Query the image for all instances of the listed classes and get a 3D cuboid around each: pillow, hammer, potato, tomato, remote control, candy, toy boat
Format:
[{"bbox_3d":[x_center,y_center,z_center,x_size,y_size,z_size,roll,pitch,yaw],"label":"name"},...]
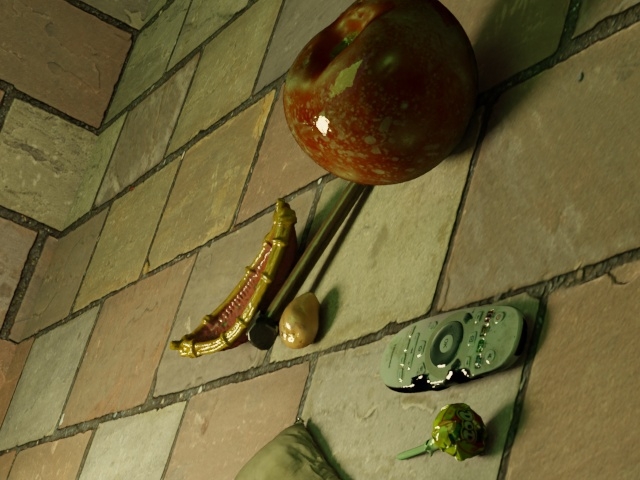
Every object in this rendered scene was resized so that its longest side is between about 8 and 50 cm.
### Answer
[{"bbox_3d":[-0.049,0.323,1.826,0.148,0.050,0.229,-40,24,-2],"label":"pillow"},{"bbox_3d":[0.000,0.000,2.097,0.365,0.043,0.111,-58,2,6],"label":"hammer"},{"bbox_3d":[-0.027,0.115,2.034,0.068,0.062,0.083,-12,32,47],"label":"potato"},{"bbox_3d":[0.091,-0.195,1.880,0.270,0.222,0.270,-33,27,19],"label":"tomato"},{"bbox_3d":[0.150,0.128,1.614,0.256,0.045,0.097,-18,51,58],"label":"remote control"},{"bbox_3d":[0.126,0.225,1.567,0.194,0.058,0.062,137,120,-63],"label":"candy"},{"bbox_3d":[-0.114,0.077,2.225,0.318,0.099,0.141,-53,22,20],"label":"toy boat"}]
